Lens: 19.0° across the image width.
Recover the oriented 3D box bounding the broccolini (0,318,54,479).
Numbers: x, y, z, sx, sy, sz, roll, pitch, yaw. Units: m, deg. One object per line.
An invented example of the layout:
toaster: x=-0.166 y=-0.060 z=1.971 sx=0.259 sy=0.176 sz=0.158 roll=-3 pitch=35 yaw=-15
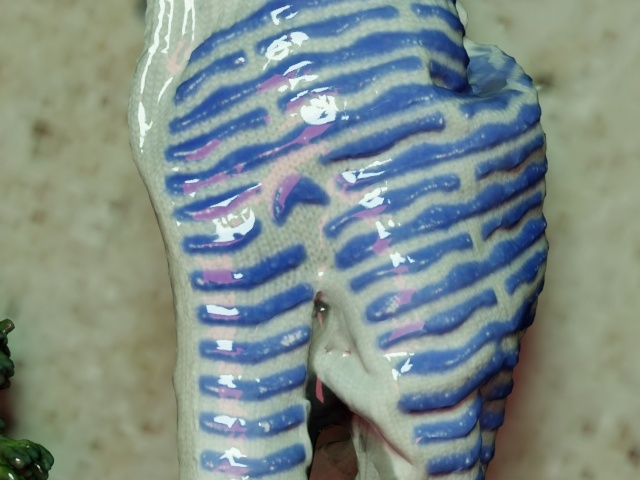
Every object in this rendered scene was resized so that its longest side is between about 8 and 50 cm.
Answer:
broccolini: x=-0.200 y=-0.082 z=0.498 sx=0.079 sy=0.074 sz=0.392 roll=-35 pitch=89 yaw=0

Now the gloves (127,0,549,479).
gloves: x=0.004 y=-0.003 z=0.460 sx=0.097 sy=0.119 sz=0.229 roll=0 pitch=95 yaw=44
